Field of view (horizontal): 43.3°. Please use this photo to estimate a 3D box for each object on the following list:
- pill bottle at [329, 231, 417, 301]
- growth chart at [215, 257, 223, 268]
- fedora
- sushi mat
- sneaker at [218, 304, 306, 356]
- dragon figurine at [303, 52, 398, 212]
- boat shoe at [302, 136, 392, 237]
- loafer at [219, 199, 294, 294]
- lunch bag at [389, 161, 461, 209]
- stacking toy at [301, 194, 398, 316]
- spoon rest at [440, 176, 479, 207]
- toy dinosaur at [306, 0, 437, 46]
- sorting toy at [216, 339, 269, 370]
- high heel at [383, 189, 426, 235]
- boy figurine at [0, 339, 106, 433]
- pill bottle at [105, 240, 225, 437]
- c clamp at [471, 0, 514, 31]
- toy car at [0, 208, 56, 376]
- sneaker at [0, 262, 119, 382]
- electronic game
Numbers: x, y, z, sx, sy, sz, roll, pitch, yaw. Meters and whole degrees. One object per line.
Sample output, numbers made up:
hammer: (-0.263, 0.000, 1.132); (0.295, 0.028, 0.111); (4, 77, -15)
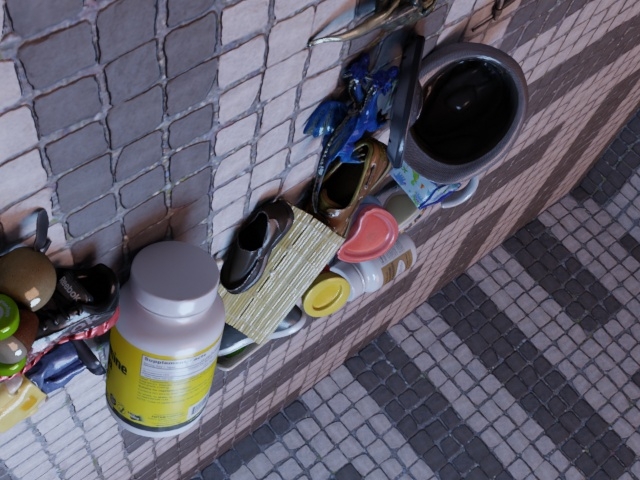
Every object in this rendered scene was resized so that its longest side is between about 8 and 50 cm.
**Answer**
pill bottle: (0.136, 0.064, 2.149); (0.229, 0.131, 0.131); (-31, 160, -30)
growth chart: (-0.296, 0.128, 1.553); (0.237, 0.021, 0.172); (-31, 162, -28)
fedora: (0.264, -0.255, 1.565); (0.275, 0.243, 0.124); (-51, -170, 15)
sushi mat: (-0.097, 0.067, 1.612); (0.316, 0.151, 0.019); (-53, -173, 25)
sneaker: (-0.191, 0.156, 1.748); (0.295, 0.147, 0.104); (-18, -152, 20)
dragon figurine: (0.033, -0.186, 1.369); (0.289, 0.085, 0.144); (-50, 159, 14)
boat shoe: (0.020, -0.076, 1.600); (0.307, 0.110, 0.104); (-58, 161, 13)
loafer: (-0.138, 0.011, 1.530); (0.078, 0.080, 0.220); (-3, 131, -55)
lunch bag: (0.243, -0.152, 1.845); (0.151, 0.129, 0.096); (-25, 162, -48)
stacking toy: (0.000, 0.000, 1.824); (0.309, 0.130, 0.279); (-48, 136, 14)
spoon rest: (0.342, -0.195, 1.913); (0.084, 0.137, 0.276); (1, 136, -3)
toy dinosaur: (0.108, -0.349, 1.184); (0.268, 0.064, 0.118); (-27, 165, -31)
sorting toy: (-0.181, 0.215, 1.849); (0.208, 0.038, 0.193); (-32, -160, -23)
high heel: (0.222, -0.072, 1.988); (0.261, 0.093, 0.186); (-57, 162, -16)
boy figurine: (-0.499, 0.262, 1.325); (0.285, 0.092, 0.177); (-38, 166, -22)
pill bottle: (-0.267, 0.170, 1.388); (0.188, 0.188, 0.334); (-26, 145, -41)
c clamp: (0.352, -0.464, 1.488); (0.137, 0.022, 0.161); (-35, 163, -18)
toy car: (-0.399, 0.050, 1.020); (0.188, 0.149, 0.155); (-65, -178, -32)
sneaker: (-0.397, 0.109, 1.150); (0.276, 0.097, 0.135); (-27, 159, -45)
electronic game: (0.152, -0.237, 1.389); (0.229, 0.048, 0.229); (10, 90, -86)
